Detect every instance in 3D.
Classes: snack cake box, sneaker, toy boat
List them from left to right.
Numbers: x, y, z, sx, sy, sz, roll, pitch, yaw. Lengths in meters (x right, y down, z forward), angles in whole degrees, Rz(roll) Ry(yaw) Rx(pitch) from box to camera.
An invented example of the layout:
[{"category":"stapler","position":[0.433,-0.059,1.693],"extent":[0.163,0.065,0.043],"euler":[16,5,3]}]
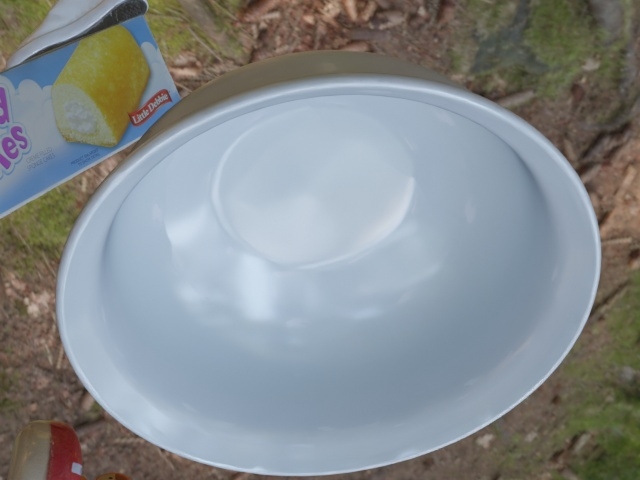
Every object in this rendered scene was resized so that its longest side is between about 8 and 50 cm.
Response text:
[{"category":"snack cake box","position":[-0.248,-0.072,0.683],"extent":[0.264,0.152,0.089],"euler":[-42,116,-46]},{"category":"sneaker","position":[-0.450,-0.396,1.660],"extent":[0.290,0.123,0.106],"euler":[-29,161,9]},{"category":"toy boat","position":[-0.308,0.317,1.149],"extent":[0.151,0.151,0.231],"euler":[3,149,-7]}]

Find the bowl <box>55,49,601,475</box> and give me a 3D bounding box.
[{"category":"bowl","position":[0.000,0.000,0.545],"extent":[0.298,0.134,0.298],"euler":[-5,132,-5]}]
